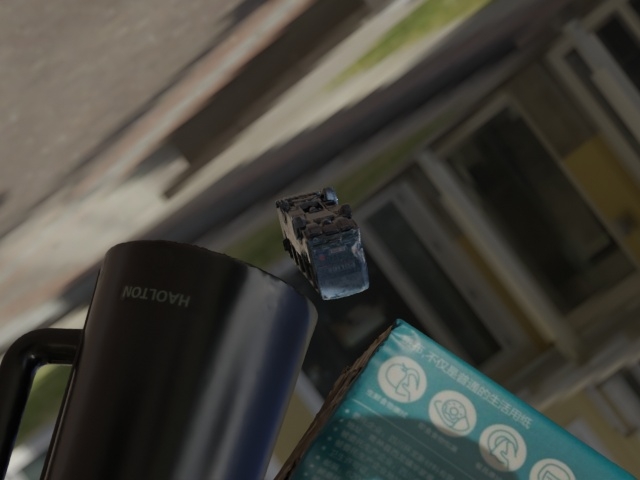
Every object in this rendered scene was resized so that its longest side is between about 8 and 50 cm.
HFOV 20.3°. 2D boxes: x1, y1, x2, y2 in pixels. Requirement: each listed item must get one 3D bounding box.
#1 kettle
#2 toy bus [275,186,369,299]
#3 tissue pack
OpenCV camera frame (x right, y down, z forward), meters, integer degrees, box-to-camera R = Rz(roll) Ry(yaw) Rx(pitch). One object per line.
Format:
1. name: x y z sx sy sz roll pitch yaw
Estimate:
1. kettle: -0.167 0.168 1.575 0.203 0.262 0.308 123 -16 -68
2. toy bus: 0.000 0.000 1.385 0.047 0.065 0.166 -14 -168 -6
3. tissue pack: 0.090 0.201 1.048 0.192 0.271 0.134 -52 177 -30
